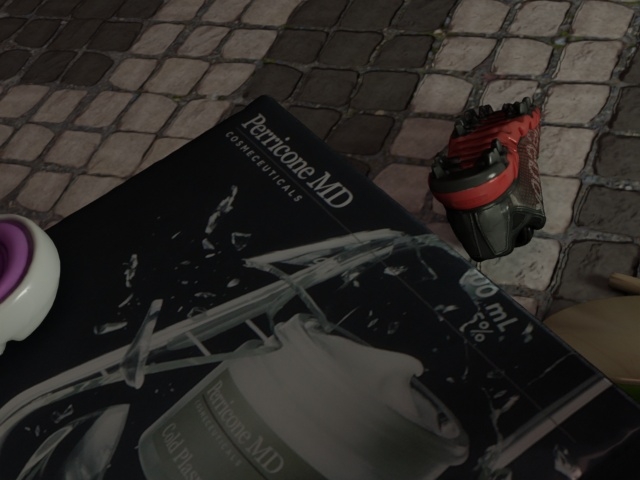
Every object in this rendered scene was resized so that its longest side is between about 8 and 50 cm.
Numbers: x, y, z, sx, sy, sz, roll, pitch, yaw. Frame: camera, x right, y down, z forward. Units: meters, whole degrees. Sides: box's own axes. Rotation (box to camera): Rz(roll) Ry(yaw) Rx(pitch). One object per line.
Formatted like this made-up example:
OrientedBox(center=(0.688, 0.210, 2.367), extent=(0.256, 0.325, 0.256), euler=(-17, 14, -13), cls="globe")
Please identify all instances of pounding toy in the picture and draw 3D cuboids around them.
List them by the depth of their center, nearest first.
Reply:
OrientedBox(center=(0.294, 0.121, 0.837), extent=(0.182, 0.110, 0.236), euler=(7, 21, 39), cls="pounding toy")

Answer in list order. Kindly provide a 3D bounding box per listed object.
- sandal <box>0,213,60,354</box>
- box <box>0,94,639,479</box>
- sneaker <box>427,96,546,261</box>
OrientedBox(center=(-0.396, 0.080, 0.694), extent=(0.416, 0.102, 0.169), euler=(-30, 44, -7), cls="sandal")
OrientedBox(center=(-0.079, 0.203, 0.743), extent=(0.471, 0.297, 0.480), euler=(-33, 46, -15), cls="box")
OrientedBox(center=(0.192, -0.067, 1.035), extent=(0.097, 0.135, 0.276), euler=(-12, 21, 26), cls="sneaker")
